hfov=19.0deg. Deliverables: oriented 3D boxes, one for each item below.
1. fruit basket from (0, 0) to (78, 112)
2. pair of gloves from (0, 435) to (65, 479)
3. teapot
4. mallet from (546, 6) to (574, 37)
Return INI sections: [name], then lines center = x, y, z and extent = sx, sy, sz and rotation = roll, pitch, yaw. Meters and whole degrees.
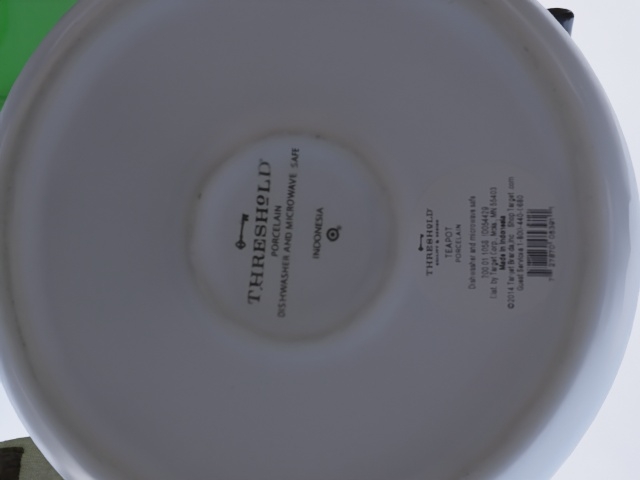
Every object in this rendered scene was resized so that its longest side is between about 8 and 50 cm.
[fruit basket]
center = -0.064, -0.087, 1.165
extent = 0.392, 0.392, 0.283
rotation = 4, -153, 18
[pair of gloves]
center = -0.216, 0.225, 1.265
extent = 0.204, 0.042, 0.240
rotation = -11, -134, 28
[teapot]
center = 0.000, 0.000, 0.721
extent = 0.256, 0.187, 0.252
rotation = -44, -97, 2
[mallet]
center = 0.115, -0.019, 0.920
extent = 0.062, 0.190, 0.039
rotation = -2, -157, -26
